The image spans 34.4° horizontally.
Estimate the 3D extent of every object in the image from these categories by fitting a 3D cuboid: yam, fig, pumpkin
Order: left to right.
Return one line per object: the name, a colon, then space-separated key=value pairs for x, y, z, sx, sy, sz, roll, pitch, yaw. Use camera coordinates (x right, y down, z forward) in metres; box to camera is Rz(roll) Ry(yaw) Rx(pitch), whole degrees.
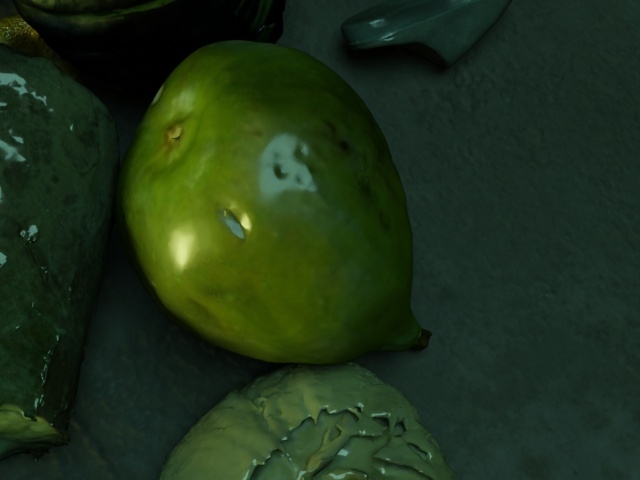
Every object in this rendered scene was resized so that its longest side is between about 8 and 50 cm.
yam: x=-0.261 y=0.009 z=0.789 sx=0.195 sy=0.195 sz=0.300 roll=10 pitch=71 yaw=-9
pumpkin: x=-0.167 y=-0.272 z=0.866 sx=0.296 sy=0.296 sz=0.295 roll=4 pitch=72 yaw=-11
fig: x=-0.002 y=-0.008 z=0.799 sx=0.314 sy=0.233 sz=0.233 roll=26 pitch=69 yaw=-14

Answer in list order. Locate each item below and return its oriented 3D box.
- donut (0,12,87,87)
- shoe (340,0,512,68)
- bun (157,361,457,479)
donut: x=-0.261 y=-0.154 z=0.918 sx=0.097 sy=0.043 sz=0.108 roll=-30 pitch=77 yaw=-20
shoe: x=0.110 y=-0.207 z=1.011 sx=0.195 sy=0.079 sz=0.078 roll=-21 pitch=114 yaw=-26
bun: x=-0.004 y=0.221 z=0.798 sx=0.259 sy=0.152 sz=0.259 roll=4 pitch=72 yaw=-14
